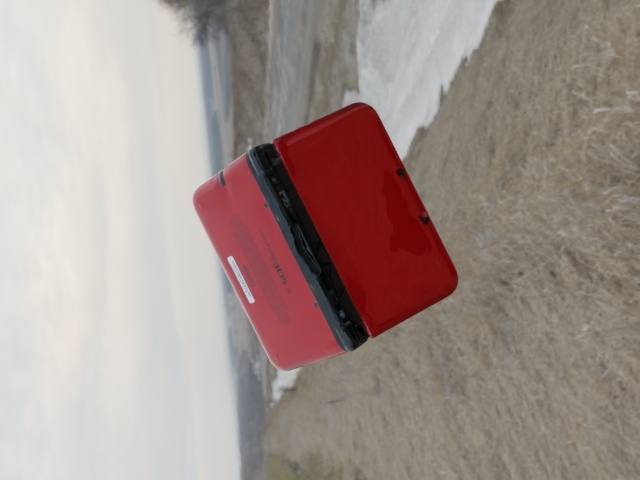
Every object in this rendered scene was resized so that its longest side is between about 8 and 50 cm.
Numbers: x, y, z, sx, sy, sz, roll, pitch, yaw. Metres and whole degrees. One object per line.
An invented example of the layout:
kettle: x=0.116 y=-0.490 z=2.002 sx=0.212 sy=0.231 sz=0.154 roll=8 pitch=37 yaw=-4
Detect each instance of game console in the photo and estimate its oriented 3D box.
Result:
game console: x=0.000 y=0.000 z=0.487 sx=0.124 sy=0.085 sz=0.144 roll=-27 pitch=89 yaw=44
